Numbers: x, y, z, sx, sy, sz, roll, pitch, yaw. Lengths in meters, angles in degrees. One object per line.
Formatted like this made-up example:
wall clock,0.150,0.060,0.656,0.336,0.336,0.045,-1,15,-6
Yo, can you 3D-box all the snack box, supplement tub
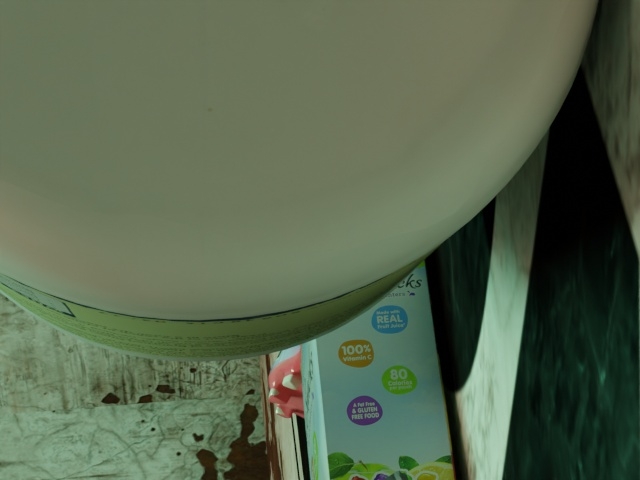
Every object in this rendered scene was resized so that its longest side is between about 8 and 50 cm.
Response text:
snack box,0.029,0.118,0.975,0.174,0.070,0.207,92,175,-58
supplement tub,-0.043,-0.077,0.647,0.325,0.235,0.235,120,146,-82

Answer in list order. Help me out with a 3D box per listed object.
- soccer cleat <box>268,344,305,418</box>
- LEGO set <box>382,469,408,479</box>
soccer cleat,0.012,0.053,1.201,0.248,0.083,0.095,88,-159,-62
LEGO set,0.041,0.228,0.616,0.255,0.192,0.331,57,-178,-6
